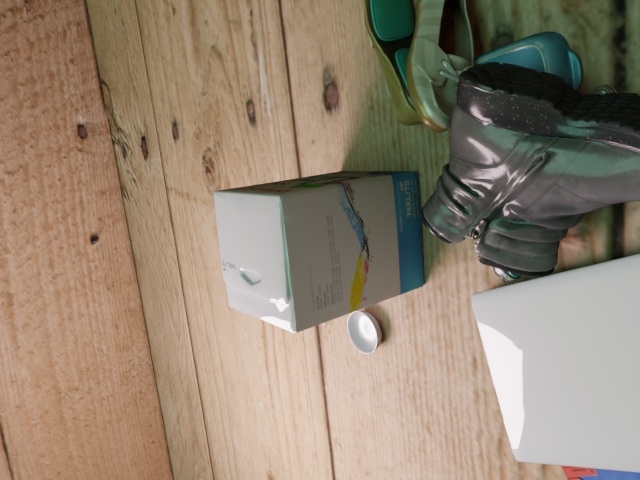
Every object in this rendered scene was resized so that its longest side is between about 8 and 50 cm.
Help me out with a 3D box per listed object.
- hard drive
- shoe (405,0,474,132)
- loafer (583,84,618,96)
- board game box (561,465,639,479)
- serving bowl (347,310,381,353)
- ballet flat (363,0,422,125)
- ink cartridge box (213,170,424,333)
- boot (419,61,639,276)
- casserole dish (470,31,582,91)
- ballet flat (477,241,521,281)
[{"bbox_3d":[0.348,0.139,0.579,0.353,0.047,0.233,-26,73,53],"label":"hard drive"},{"bbox_3d":[0.155,-0.245,0.651,0.058,0.076,0.219,-22,61,57],"label":"shoe"},{"bbox_3d":[0.290,-0.122,0.593,0.045,0.039,0.125,55,139,27],"label":"loafer"},{"bbox_3d":[0.425,0.302,0.571,0.281,0.027,0.145,-41,70,51],"label":"board game box"},{"bbox_3d":[0.087,0.170,0.969,0.083,0.027,0.083,22,119,47],"label":"serving bowl"},{"bbox_3d":[0.106,-0.279,0.758,0.073,0.080,0.232,152,102,-68],"label":"ballet flat"},{"bbox_3d":[0.000,0.000,0.823,0.198,0.270,0.197,10,109,51],"label":"ink cartridge box"},{"bbox_3d":[0.284,-0.045,0.562,0.338,0.118,0.223,30,135,30],"label":"boot"},{"bbox_3d":[0.231,-0.190,0.652,0.188,0.037,0.114,-5,97,54],"label":"casserole dish"},{"bbox_3d":[0.237,0.007,0.710,0.041,0.041,0.114,-41,68,50],"label":"ballet flat"}]
